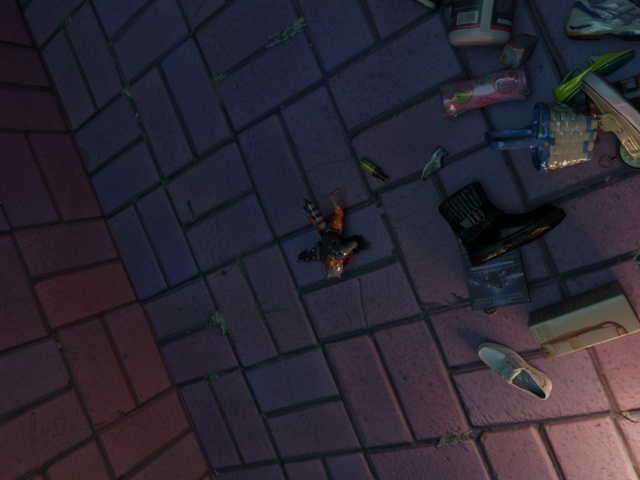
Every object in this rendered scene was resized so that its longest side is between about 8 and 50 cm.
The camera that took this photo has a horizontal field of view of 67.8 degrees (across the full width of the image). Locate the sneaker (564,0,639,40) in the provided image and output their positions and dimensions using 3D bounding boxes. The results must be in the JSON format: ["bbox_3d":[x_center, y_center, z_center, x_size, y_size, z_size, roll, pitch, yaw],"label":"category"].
[{"bbox_3d":[0.866,-0.641,1.351,0.296,0.112,0.131,14,107,25],"label":"sneaker"}]

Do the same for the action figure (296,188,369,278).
[{"bbox_3d":[0.000,0.000,1.921,0.341,0.178,0.330,-21,81,28],"label":"action figure"}]

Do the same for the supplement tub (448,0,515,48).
[{"bbox_3d":[0.507,-0.748,1.475,0.191,0.191,0.272,11,105,26],"label":"supplement tub"}]

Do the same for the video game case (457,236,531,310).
[{"bbox_3d":[0.595,0.092,1.647,0.196,0.026,0.274,-14,77,25],"label":"video game case"}]

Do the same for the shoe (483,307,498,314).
[{"bbox_3d":[0.596,0.154,1.693,0.076,0.058,0.219,-7,82,34],"label":"shoe"}]

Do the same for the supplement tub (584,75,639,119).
[{"bbox_3d":[0.889,-0.416,1.389,0.198,0.106,0.106,-8,97,29],"label":"supplement tub"}]

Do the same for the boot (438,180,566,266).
[{"bbox_3d":[0.592,-0.096,1.589,0.348,0.131,0.260,-29,70,21],"label":"boot"}]

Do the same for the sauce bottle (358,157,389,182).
[{"bbox_3d":[0.204,-0.268,1.825,0.128,0.042,0.042,41,116,17],"label":"sauce bottle"}]

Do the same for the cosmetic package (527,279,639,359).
[{"bbox_3d":[0.841,0.257,1.532,0.296,0.153,0.129,-30,87,31],"label":"cosmetic package"}]

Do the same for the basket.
[{"bbox_3d":[0.661,-0.317,1.457,0.289,0.255,0.201,-5,110,15],"label":"basket"}]

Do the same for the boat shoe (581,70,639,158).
[{"bbox_3d":[0.828,-0.343,1.329,0.302,0.109,0.094,40,127,-7],"label":"boat shoe"}]

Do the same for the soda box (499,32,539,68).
[{"bbox_3d":[0.608,-0.582,1.456,0.058,0.183,0.063,29,133,21],"label":"soda box"}]

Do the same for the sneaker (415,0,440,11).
[{"bbox_3d":[0.282,-0.878,1.533,0.131,0.319,0.112,-54,36,26],"label":"sneaker"}]

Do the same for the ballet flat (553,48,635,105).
[{"bbox_3d":[0.812,-0.508,1.434,0.231,0.077,0.077,-39,65,31],"label":"ballet flat"}]

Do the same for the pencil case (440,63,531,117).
[{"bbox_3d":[0.533,-0.485,1.555,0.284,0.124,0.124,-8,97,29],"label":"pencil case"}]

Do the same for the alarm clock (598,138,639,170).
[{"bbox_3d":[0.934,-0.267,1.420,0.192,0.064,0.129,-22,90,28],"label":"alarm clock"}]

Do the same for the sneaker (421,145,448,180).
[{"bbox_3d":[0.410,-0.268,1.710,0.058,0.052,0.135,33,115,14],"label":"sneaker"}]

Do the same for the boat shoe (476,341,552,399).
[{"bbox_3d":[0.683,0.461,1.689,0.277,0.096,0.098,30,113,20],"label":"boat shoe"}]
